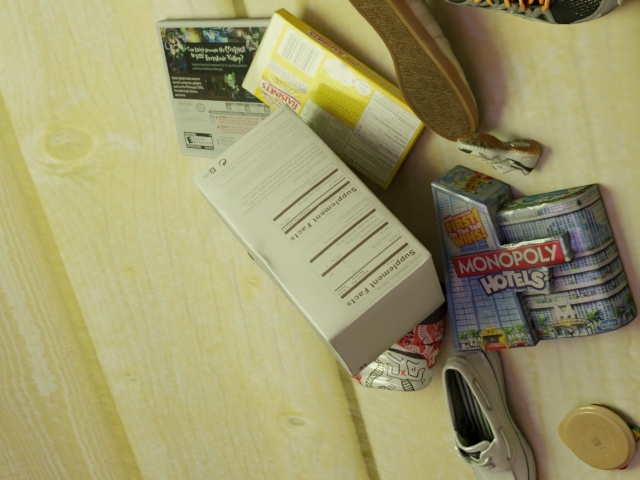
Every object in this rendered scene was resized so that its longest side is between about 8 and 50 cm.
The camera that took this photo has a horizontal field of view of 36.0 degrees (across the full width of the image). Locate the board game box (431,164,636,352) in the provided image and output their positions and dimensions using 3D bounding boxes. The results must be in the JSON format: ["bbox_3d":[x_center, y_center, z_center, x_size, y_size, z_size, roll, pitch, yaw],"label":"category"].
[{"bbox_3d":[0.199,0.011,1.013,0.194,0.060,0.194,-11,105,42],"label":"board game box"}]

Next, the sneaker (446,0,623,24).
[{"bbox_3d":[0.168,-0.238,0.892,0.214,0.083,0.084,18,121,30],"label":"sneaker"}]

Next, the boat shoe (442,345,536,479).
[{"bbox_3d":[0.181,0.223,1.125,0.083,0.076,0.226,-10,106,41],"label":"boat shoe"}]

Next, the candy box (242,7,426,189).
[{"bbox_3d":[0.016,-0.155,1.079,0.206,0.027,0.105,37,131,9],"label":"candy box"}]

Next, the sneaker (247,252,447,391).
[{"bbox_3d":[0.022,0.088,1.173,0.270,0.090,0.145,18,120,28],"label":"sneaker"}]

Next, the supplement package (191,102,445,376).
[{"bbox_3d":[0.000,0.000,1.047,0.244,0.134,0.139,48,175,25],"label":"supplement package"}]

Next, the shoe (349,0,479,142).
[{"bbox_3d":[0.102,-0.193,0.973,0.076,0.058,0.219,-3,131,50],"label":"shoe"}]

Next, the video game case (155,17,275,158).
[{"bbox_3d":[-0.111,-0.180,1.187,0.190,0.022,0.173,9,118,36],"label":"video game case"}]

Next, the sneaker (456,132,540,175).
[{"bbox_3d":[0.176,-0.083,0.984,0.083,0.032,0.037,11,130,3],"label":"sneaker"}]

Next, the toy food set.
[{"bbox_3d":[0.302,0.213,1.063,0.082,0.020,0.083,39,131,16],"label":"toy food set"}]
